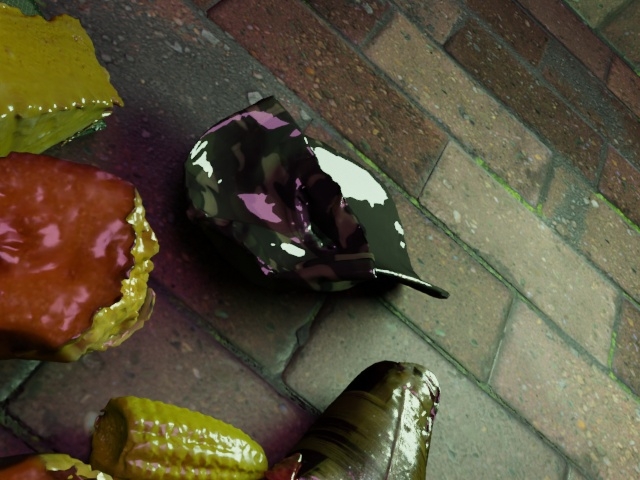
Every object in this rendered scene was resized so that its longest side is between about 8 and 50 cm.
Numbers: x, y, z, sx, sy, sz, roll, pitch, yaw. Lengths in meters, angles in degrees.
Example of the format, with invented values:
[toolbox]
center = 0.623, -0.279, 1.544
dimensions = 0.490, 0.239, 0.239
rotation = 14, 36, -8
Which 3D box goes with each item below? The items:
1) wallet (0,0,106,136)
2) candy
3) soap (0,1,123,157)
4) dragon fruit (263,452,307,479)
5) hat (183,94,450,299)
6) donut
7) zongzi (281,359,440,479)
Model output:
[wallet]
center = -0.403, -0.224, 0.964
dimensions = 0.160, 0.055, 0.236
rotation = -26, 82, -40
[candy]
center = -0.144, 0.233, 0.809
dimensions = 0.199, 0.094, 0.106
rotation = 19, 13, -32
[soap]
center = -0.342, -0.191, 0.759
dimensions = 0.339, 0.304, 0.169
rotation = -40, 91, -31
[dragon fruit]
center = -0.038, 0.424, 0.704
dimensions = 0.282, 0.100, 0.343
rotation = -32, 96, -20
[hat]
center = 0.000, 0.000, 1.081
dimensions = 0.381, 0.257, 0.366
rotation = 54, 10, -48
[donut]
center = -0.310, 0.150, 0.635
dimensions = 0.378, 0.163, 0.434
rotation = 1, 68, -13
[zongzi]
center = 0.101, 0.318, 0.904
dimensions = 0.288, 0.134, 0.286
rotation = 47, 49, 3
